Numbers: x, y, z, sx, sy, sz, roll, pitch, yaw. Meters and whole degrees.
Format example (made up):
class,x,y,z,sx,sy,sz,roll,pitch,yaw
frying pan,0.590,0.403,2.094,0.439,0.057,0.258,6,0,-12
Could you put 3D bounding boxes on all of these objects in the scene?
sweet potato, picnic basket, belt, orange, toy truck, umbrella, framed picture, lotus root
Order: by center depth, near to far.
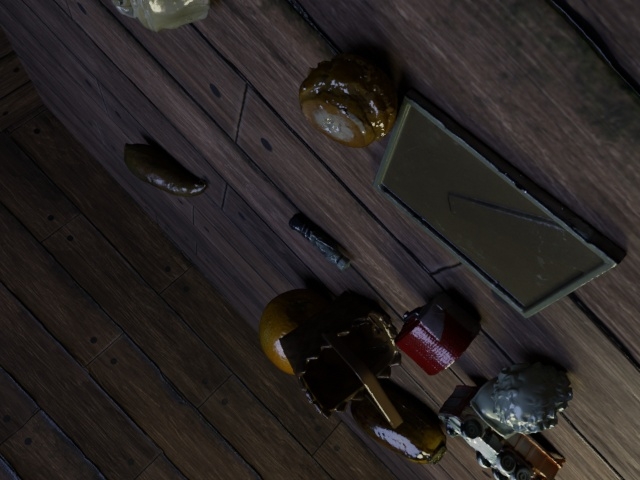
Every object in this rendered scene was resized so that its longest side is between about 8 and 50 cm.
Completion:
class,x,y,z,sx,sy,sz,roll,pitch,yaw
framed picture,0.224,-0.039,0.740,0.335,0.022,0.247,42,159,13
belt,0.221,0.182,1.014,0.124,0.128,0.201,42,161,9
toy truck,0.404,0.444,1.153,0.270,0.135,0.114,42,158,-1
umbrella,0.000,0.000,1.244,0.188,0.050,0.046,40,139,21
picnic basket,0.081,0.319,1.319,0.321,0.291,0.254,39,162,56
orange,-0.062,0.279,1.578,0.274,0.274,0.274,40,159,18
lotus root,0.245,0.607,1.702,0.397,0.179,0.196,26,150,43
sweet potato,-0.555,-0.239,1.807,0.422,0.130,0.131,30,155,25

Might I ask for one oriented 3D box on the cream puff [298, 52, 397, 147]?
class,x,y,z,sx,sy,sz,roll,pitch,yaw
cream puff,0.043,-0.193,0.694,0.144,0.103,0.126,28,166,42

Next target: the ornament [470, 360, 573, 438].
class,x,y,z,sx,sy,sz,roll,pitch,yaw
ornament,0.366,0.311,0.969,0.120,0.130,0.285,53,164,22

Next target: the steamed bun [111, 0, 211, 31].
class,x,y,z,sx,sy,sz,roll,pitch,yaw
steamed bun,-0.290,-0.439,0.835,0.218,0.144,0.211,53,160,-16
